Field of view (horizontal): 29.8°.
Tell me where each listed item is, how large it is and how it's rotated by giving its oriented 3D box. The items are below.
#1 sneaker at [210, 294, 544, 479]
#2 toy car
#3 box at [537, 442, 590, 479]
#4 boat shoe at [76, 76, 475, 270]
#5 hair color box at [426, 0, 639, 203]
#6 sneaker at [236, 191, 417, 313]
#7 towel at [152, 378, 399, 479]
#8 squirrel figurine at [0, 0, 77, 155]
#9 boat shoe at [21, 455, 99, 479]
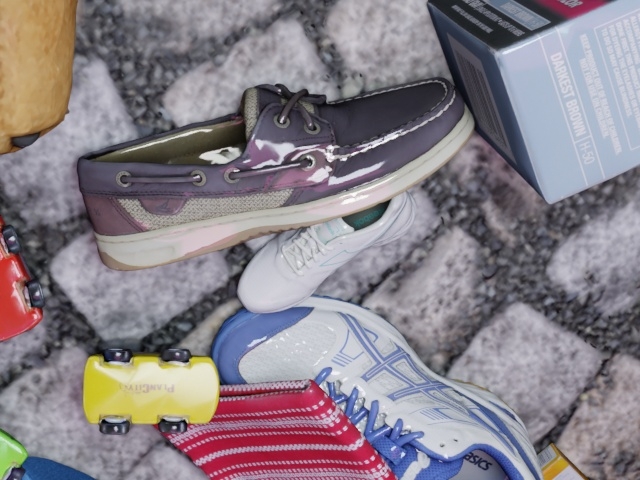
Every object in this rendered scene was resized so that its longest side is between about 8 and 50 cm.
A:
[{"bbox_3d":[0.056,0.139,0.927,0.296,0.131,0.112,25,108,-16],"label":"sneaker"},{"bbox_3d":[-0.221,0.122,0.873,0.239,0.053,0.225,35,85,-5],"label":"toy car"},{"bbox_3d":[0.215,0.247,1.053,0.081,0.028,0.136,-42,115,8],"label":"box"},{"bbox_3d":[-0.034,-0.063,0.846,0.285,0.103,0.092,-18,119,4],"label":"boat shoe"},{"bbox_3d":[0.279,-0.171,0.807,0.374,0.185,0.114,-23,113,0],"label":"hair color box"},{"bbox_3d":[0.000,0.000,0.891,0.152,0.061,0.054,-34,76,1],"label":"sneaker"},{"bbox_3d":[0.003,0.215,0.933,0.275,0.199,0.031,54,50,-22],"label":"towel"},{"bbox_3d":[-0.302,-0.159,0.631,0.370,0.281,0.397,-19,87,32],"label":"squirrel figurine"},{"bbox_3d":[-0.158,0.273,0.956,0.089,0.109,0.258,-46,110,6],"label":"boat shoe"}]
